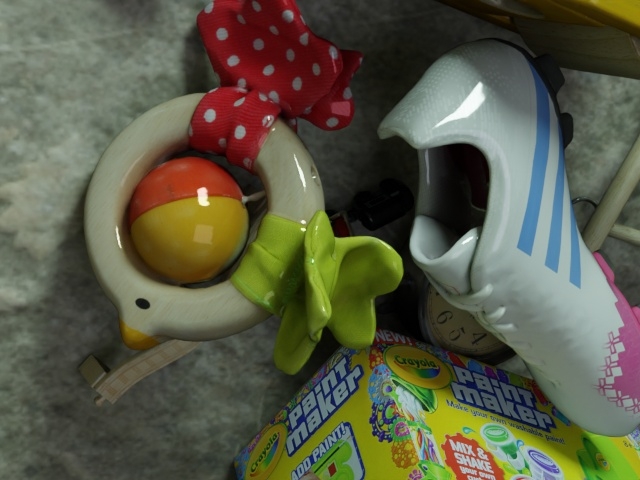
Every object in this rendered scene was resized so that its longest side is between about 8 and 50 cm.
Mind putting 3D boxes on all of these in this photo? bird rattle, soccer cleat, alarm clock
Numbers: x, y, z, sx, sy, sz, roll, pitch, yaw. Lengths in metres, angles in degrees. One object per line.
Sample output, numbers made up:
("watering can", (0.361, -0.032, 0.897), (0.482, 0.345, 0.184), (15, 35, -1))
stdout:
("bird rattle", (-0.061, -0.031, 1.056), (0.207, 0.143, 0.253), (-18, 84, 11))
("soccer cleat", (0.130, 0.022, 1.138), (0.143, 0.116, 0.331), (-37, 117, -29))
("alarm clock", (0.135, 0.020, 1.250), (0.192, 0.064, 0.129), (-28, 122, -12))

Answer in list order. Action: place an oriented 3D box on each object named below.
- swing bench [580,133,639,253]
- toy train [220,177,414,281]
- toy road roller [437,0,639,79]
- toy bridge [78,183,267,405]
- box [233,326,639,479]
("swing bench", (0.365, -0.054, 1.204), (0.165, 0.253, 0.254), (15, 97, -46))
("toy train", (0.000, 0.000, 1.183), (0.158, 0.036, 0.027), (-28, 123, -15))
("toy road roller", (0.149, -0.259, 1.054), (0.329, 0.202, 0.240), (20, 91, -32))
("toy bridge", (-0.092, 0.046, 1.137), (0.188, 0.063, 0.026), (-47, 126, -3))
("box", (0.123, 0.249, 1.192), (0.290, 0.279, 0.177), (20, 125, -34))
